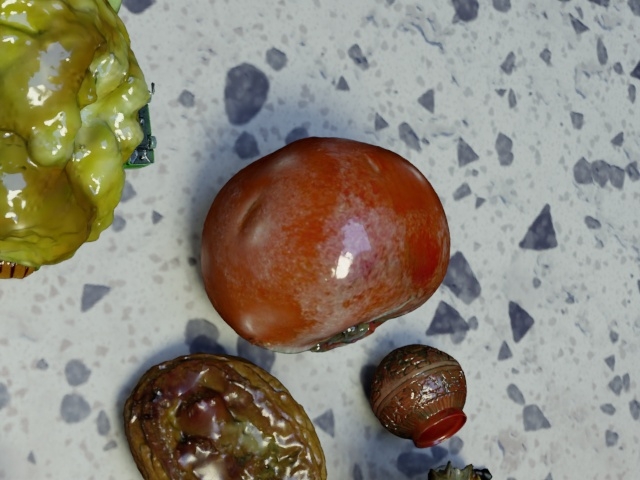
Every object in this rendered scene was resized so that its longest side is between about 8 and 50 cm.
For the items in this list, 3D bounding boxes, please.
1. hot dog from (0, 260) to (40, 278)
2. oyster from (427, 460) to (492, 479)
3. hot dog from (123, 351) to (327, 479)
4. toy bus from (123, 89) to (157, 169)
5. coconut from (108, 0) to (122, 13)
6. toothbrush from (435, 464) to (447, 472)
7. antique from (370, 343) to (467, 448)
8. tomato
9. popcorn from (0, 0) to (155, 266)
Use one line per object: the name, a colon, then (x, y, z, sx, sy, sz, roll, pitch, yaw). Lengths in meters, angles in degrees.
hot dog: (-0.294, 0.006, 1.041, 0.122, 0.037, 0.049, 6, 76, -33)
oyster: (0.149, 0.323, 1.144, 0.096, 0.361, 0.221, -34, 73, 8)
hot dog: (-0.082, 0.205, 1.109, 0.160, 0.099, 0.227, -42, 102, -30)
toy bus: (-0.174, -0.108, 1.132, 0.031, 0.037, 0.083, -5, 84, -31)
coconut: (-0.219, -0.215, 1.093, 0.088, 0.088, 0.096, -55, 136, -25)
toothbrush: (0.098, 0.430, 1.217, 0.042, 0.040, 0.417, 24, 71, -37)
antique: (0.098, 0.150, 1.225, 0.104, 0.104, 0.104, 5, 80, -31)
tomato: (0.002, -0.001, 1.122, 0.232, 0.232, 0.188, -16, 78, -32)
popcorn: (-0.272, -0.121, 0.936, 0.282, 0.247, 0.282, -5, 102, -25)
